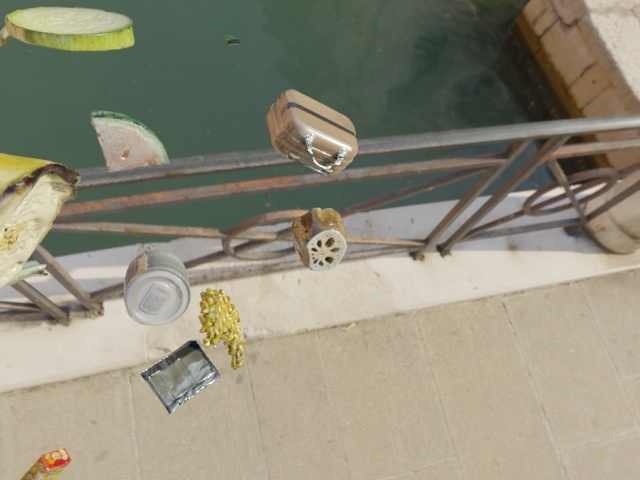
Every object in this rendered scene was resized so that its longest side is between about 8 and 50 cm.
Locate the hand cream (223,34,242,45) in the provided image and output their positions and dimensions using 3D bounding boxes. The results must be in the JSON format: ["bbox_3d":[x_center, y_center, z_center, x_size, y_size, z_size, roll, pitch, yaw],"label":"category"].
[{"bbox_3d":[-0.215,-0.479,1.197,0.036,0.023,0.122,-10,26,-14],"label":"hand cream"}]

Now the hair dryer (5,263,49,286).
[{"bbox_3d":[-0.563,0.096,0.810,0.267,0.092,0.229,0,25,-41],"label":"hair dryer"}]

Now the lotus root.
[{"bbox_3d":[0.003,-0.001,1.049,0.112,0.122,0.081,-15,35,-11],"label":"lotus root"}]

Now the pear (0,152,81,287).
[{"bbox_3d":[-0.507,-0.043,0.715,0.178,0.267,0.267,36,65,-10],"label":"pear"}]

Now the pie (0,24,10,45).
[{"bbox_3d":[-0.692,-0.458,1.102,0.020,0.084,0.084,39,60,-33],"label":"pie"}]

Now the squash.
[{"bbox_3d":[-0.468,-0.396,0.937,0.219,0.041,0.219,6,34,-4],"label":"squash"}]

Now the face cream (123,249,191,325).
[{"bbox_3d":[-0.459,0.132,1.404,0.177,0.153,0.177,-6,110,-17],"label":"face cream"}]

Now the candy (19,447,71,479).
[{"bbox_3d":[-0.610,0.512,1.089,0.122,0.062,0.038,-47,68,12],"label":"candy"}]

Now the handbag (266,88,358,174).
[{"bbox_3d":[-0.019,-0.327,1.629,0.302,0.149,0.283,20,46,-33],"label":"handbag"}]

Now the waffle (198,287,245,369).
[{"bbox_3d":[-0.335,0.294,1.746,0.069,0.293,0.259,-16,57,7],"label":"waffle"}]

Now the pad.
[{"bbox_3d":[-0.477,0.464,1.722,0.174,0.022,0.233,51,43,6],"label":"pad"}]

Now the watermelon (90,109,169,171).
[{"bbox_3d":[-0.592,-0.288,1.492,0.256,0.260,0.176,38,91,-35],"label":"watermelon"}]
